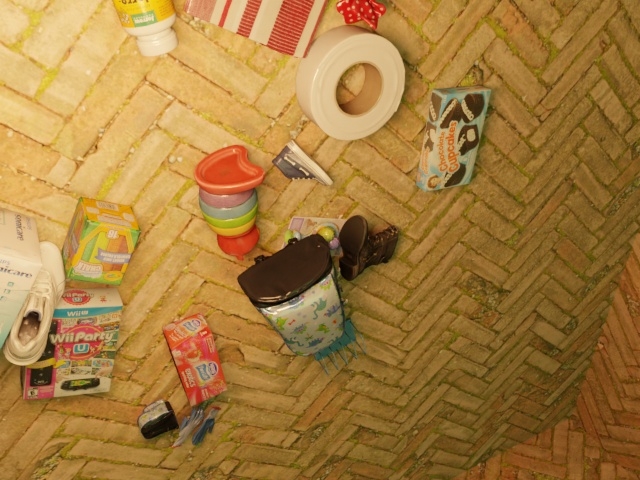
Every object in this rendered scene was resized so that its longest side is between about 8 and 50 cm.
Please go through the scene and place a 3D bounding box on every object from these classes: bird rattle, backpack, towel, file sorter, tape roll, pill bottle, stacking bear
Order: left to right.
[{"bbox_3d":[-0.366,-0.495,1.182,0.117,0.117,0.208,-24,131,-15],"label":"pill bottle"},{"bbox_3d":[-0.526,0.573,1.844,0.114,0.084,0.105,-24,133,-23],"label":"backpack"},{"bbox_3d":[-0.233,-0.077,1.533,0.164,0.175,0.289,-22,137,-19],"label":"stacking bear"},{"bbox_3d":[-0.130,-0.580,1.324,0.329,0.037,0.237,10,113,-37],"label":"towel"},{"bbox_3d":[-0.057,0.191,1.771,0.290,0.273,0.355,-28,155,-10],"label":"backpack"},{"bbox_3d":[0.067,0.383,2.058,0.170,0.104,0.118,-26,131,-14],"label":"file sorter"},{"bbox_3d":[0.081,-0.412,1.522,0.286,0.100,0.286,-16,127,-22],"label":"tape roll"},{"bbox_3d":[0.134,-0.656,1.403,0.253,0.143,0.207,-31,121,8],"label":"bird rattle"}]

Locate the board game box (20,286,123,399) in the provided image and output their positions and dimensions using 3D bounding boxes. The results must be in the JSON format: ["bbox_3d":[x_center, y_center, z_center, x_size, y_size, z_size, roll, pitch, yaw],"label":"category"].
[{"bbox_3d":[-0.671,0.274,1.545,0.224,0.097,0.303,1,119,-31],"label":"board game box"}]

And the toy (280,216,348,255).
[{"bbox_3d":[0.000,0.000,1.786,0.237,0.056,0.137,4,120,-33],"label":"toy"}]

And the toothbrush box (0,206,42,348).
[{"bbox_3d":[-0.751,0.099,1.295,0.126,0.216,0.295,22,109,-39],"label":"toothbrush box"}]

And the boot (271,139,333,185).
[{"bbox_3d":[-0.050,-0.196,1.622,0.086,0.069,0.190,-42,125,11],"label":"boot"}]

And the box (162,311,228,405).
[{"bbox_3d":[-0.381,0.365,1.762,0.128,0.122,0.257,-20,129,-19],"label":"box"}]

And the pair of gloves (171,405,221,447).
[{"bbox_3d":[-0.418,0.630,1.955,0.159,0.023,0.198,-58,153,2],"label":"pair of gloves"}]

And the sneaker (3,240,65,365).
[{"bbox_3d":[-0.658,0.137,1.350,0.111,0.297,0.129,11,156,-27],"label":"sneaker"}]

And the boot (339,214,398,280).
[{"bbox_3d":[0.166,-0.002,1.850,0.229,0.091,0.263,-26,140,-36],"label":"boot"}]

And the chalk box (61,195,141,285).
[{"bbox_3d":[-0.549,0.023,1.419,0.132,0.132,0.213,11,114,-36],"label":"chalk box"}]

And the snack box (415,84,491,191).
[{"bbox_3d":[0.414,-0.319,1.812,0.187,0.060,0.322,-12,126,-24],"label":"snack box"}]
